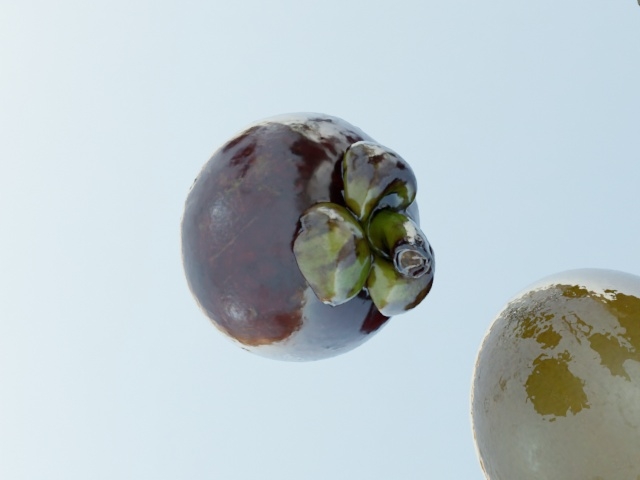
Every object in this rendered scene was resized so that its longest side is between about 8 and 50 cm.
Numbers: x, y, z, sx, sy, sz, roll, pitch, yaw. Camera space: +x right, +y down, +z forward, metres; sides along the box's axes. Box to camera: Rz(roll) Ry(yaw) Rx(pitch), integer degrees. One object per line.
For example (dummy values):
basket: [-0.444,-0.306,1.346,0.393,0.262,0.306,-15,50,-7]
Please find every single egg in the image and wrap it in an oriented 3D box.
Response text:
egg: [0.289,0.185,1.747,0.351,0.282,0.282,56,-40,22]

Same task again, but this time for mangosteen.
mangosteen: [0.000,0.000,1.555,0.257,0.215,0.215,9,-86,59]

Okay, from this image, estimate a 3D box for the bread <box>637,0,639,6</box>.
bread: [0.370,-0.193,1.637,0.147,0.260,0.160,-25,-99,44]
